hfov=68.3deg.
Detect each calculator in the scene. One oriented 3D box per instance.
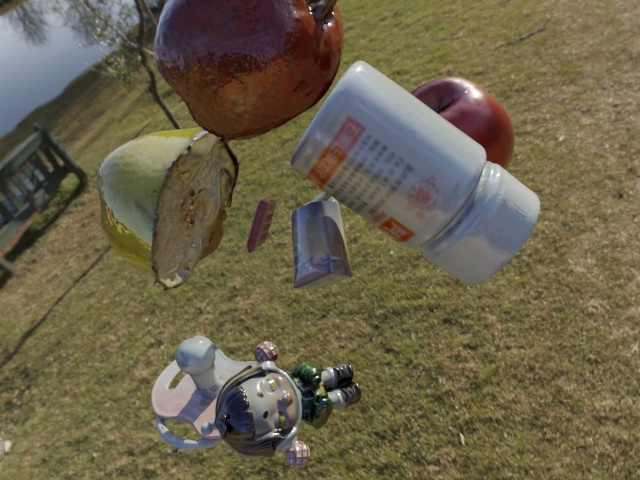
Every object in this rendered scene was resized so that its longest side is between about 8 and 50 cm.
[{"bbox_3d":[-0.145,-0.043,1.151,0.034,0.190,0.126,16,96,1],"label":"calculator"}]

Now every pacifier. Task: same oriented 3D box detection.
[{"bbox_3d":[-0.286,0.365,1.199,0.332,0.220,0.273,11,94,27],"label":"pacifier"}]

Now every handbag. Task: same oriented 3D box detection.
[{"bbox_3d":[0.000,0.000,0.893,0.117,0.095,0.173,-24,64,43],"label":"handbag"}]

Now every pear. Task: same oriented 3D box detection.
[{"bbox_3d":[-0.258,-0.072,0.728,0.178,0.267,0.267,19,55,4],"label":"pear"}]

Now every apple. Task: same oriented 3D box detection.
[{"bbox_3d":[0.259,-0.208,0.985,0.260,0.216,0.260,-13,51,17],"label":"apple"}]

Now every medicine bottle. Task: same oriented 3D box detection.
[{"bbox_3d":[0.153,-0.105,0.787,0.211,0.371,0.211,-54,6,8],"label":"medicine bottle"}]

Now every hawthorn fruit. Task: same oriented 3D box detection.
[{"bbox_3d":[-0.041,-0.176,0.407,0.204,0.162,0.162,-1,49,37],"label":"hawthorn fruit"}]

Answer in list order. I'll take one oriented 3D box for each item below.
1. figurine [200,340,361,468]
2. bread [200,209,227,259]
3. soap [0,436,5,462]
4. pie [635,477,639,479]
[{"bbox_3d":[-0.079,0.367,1.072,0.370,0.167,0.281,-6,63,-33],"label":"figurine"},{"bbox_3d":[-0.372,-0.045,1.188,0.270,0.270,0.148,-28,55,4],"label":"bread"},{"bbox_3d":[-0.237,0.107,0.082,0.091,0.199,0.315,-13,23,13],"label":"soap"},{"bbox_3d":[0.409,0.440,0.630,0.085,0.308,0.308,38,73,22],"label":"pie"}]
